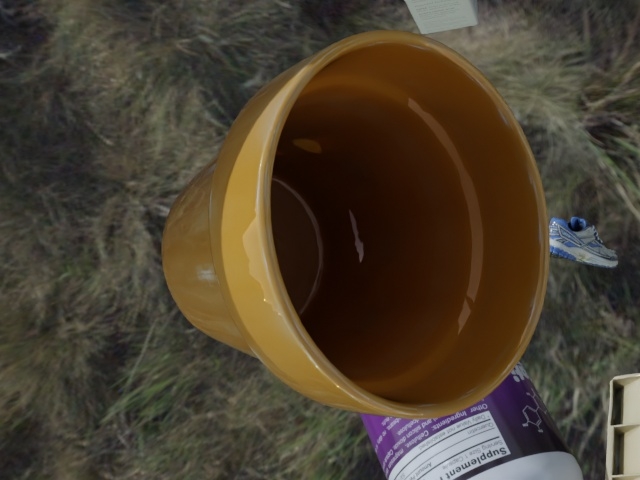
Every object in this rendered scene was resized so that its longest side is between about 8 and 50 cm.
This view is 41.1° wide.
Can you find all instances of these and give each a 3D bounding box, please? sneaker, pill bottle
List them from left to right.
[{"bbox_3d":[0.147,0.201,0.885,0.181,0.181,0.323,-37,54,17],"label":"pill bottle"},{"bbox_3d":[0.337,0.001,1.087,0.052,0.135,0.058,12,91,54],"label":"sneaker"}]

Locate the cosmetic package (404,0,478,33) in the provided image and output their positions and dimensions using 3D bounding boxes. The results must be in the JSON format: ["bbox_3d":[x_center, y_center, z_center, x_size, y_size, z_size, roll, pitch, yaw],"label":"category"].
[{"bbox_3d":[0.136,-0.353,1.046,0.085,0.231,0.117,-7,78,19],"label":"cosmetic package"}]

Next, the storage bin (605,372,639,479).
[{"bbox_3d":[0.402,0.256,0.785,0.260,0.262,0.123,-2,131,23],"label":"storage bin"}]

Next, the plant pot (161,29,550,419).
[{"bbox_3d":[0.000,0.000,0.521,0.188,0.205,0.205,-11,98,53],"label":"plant pot"}]
